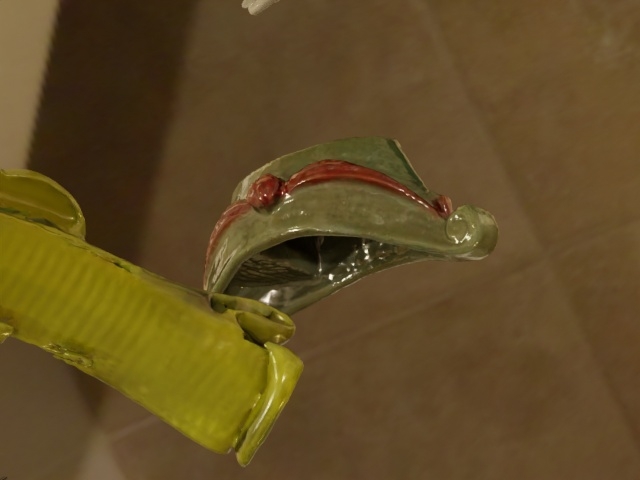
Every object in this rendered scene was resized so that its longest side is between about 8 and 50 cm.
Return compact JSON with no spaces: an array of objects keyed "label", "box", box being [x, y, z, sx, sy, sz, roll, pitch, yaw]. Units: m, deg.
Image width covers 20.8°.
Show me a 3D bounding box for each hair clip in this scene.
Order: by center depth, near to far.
[{"label":"hair clip","box":[-0.089,0.015,0.601,0.173,0.046,0.072,24,109,-15]}]

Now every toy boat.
[{"label":"toy boat","box":[0.000,-0.001,0.832,0.185,0.089,0.071,-21,65,34]}]

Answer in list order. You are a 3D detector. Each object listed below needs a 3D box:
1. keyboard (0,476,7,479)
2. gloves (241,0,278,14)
[{"label":"keyboard","box":[-0.139,0.124,0.452,0.093,0.230,0.025,-39,97,12]},{"label":"gloves","box":[-0.029,-0.197,1.247,0.081,0.044,0.037,-52,56,8]}]
